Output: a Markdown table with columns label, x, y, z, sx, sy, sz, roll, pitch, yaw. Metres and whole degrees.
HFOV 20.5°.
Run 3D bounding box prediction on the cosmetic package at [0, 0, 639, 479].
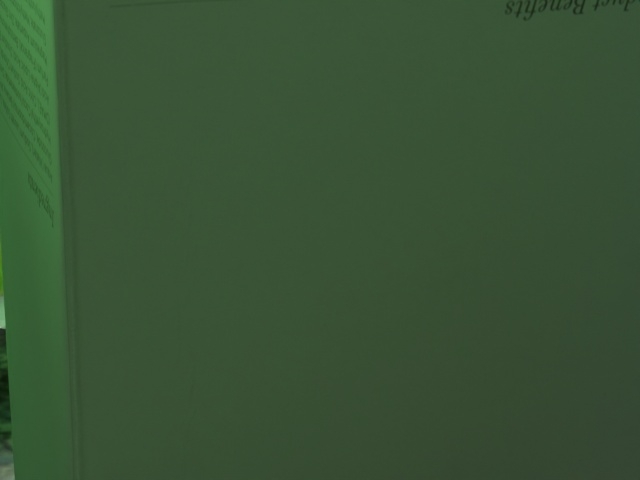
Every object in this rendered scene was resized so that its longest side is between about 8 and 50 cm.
| label | x | y | z | sx | sy | sz | roll | pitch | yaw |
| --- | --- | --- | --- | --- | --- | --- | --- | --- | --- |
| cosmetic package | 0.000 | 0.000 | 0.619 | 0.217 | 0.385 | 0.156 | -4 | 22 | -18 |

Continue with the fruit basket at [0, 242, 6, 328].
| label | x | y | z | sx | sy | sz | roll | pitch | yaw |
| --- | --- | --- | --- | --- | --- | --- | --- | --- | --- |
| fruit basket | -0.181 | -0.023 | 0.994 | 0.353 | 0.165 | 0.327 | -2 | 21 | -14 |
